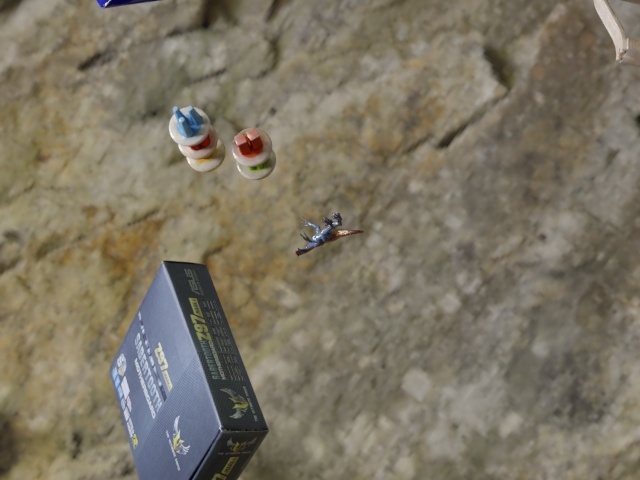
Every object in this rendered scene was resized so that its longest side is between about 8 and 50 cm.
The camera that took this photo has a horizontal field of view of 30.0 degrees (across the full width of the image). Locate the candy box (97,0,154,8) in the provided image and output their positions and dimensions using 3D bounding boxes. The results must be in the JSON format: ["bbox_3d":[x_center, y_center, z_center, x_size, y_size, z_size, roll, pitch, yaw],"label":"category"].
[{"bbox_3d":[-0.214,-0.430,1.346,0.268,0.122,0.317,-24,-102,-53],"label":"candy box"}]

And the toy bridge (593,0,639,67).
[{"bbox_3d":[0.321,-0.267,1.257,0.063,0.026,0.188,11,-120,-1],"label":"toy bridge"}]

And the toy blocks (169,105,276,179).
[{"bbox_3d":[-0.124,-0.128,1.495,0.123,0.054,0.148,9,166,9],"label":"toy blocks"}]

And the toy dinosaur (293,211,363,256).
[{"bbox_3d":[0.000,0.000,1.633,0.090,0.082,0.047,34,-141,10],"label":"toy dinosaur"}]

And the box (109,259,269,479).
[{"bbox_3d":[-0.146,0.165,1.256,0.059,0.183,0.233,6,-138,-33],"label":"box"}]
